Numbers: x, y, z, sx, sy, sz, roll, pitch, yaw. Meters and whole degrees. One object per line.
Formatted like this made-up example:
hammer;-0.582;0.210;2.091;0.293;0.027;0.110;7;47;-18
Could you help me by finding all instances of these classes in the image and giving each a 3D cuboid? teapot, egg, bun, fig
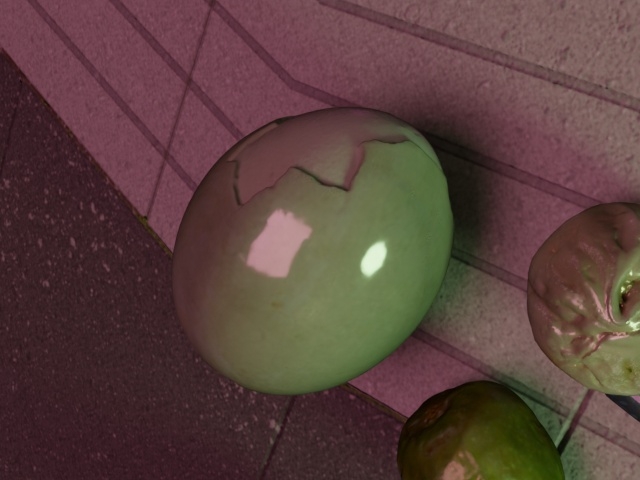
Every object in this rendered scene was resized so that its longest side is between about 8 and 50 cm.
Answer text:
teapot;0.321;0.147;1.147;0.083;0.063;0.049;40;153;27
egg;0.000;0.000;1.246;0.336;0.278;0.278;-46;67;31
bun;0.274;0.056;1.093;0.183;0.102;0.183;-1;85;15
fig;0.171;0.260;1.219;0.167;0.167;0.233;-37;65;39
